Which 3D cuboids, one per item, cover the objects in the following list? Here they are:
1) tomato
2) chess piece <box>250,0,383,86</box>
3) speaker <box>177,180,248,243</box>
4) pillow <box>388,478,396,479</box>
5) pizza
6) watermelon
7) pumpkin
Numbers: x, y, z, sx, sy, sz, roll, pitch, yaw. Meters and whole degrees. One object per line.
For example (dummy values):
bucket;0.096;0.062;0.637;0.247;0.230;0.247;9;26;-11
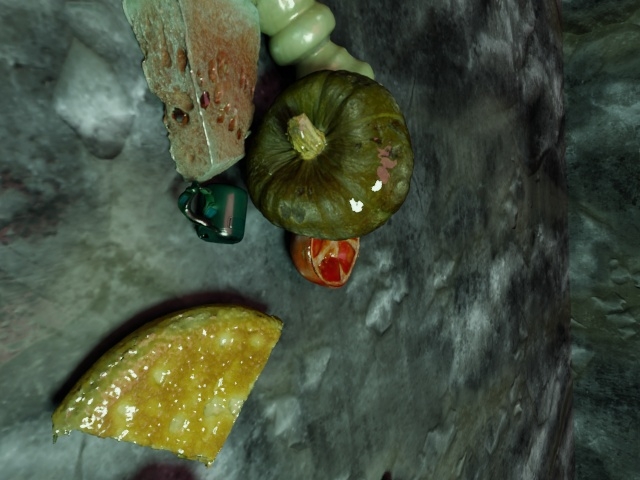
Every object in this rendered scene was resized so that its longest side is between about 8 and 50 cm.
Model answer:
tomato;0.000;0.000;0.659;0.155;0.069;0.155;2;87;-57
chess piece;-0.017;-0.275;0.600;0.243;0.133;0.133;52;56;-27
speaker;-0.128;-0.036;0.514;0.094;0.060;0.075;29;65;-78
pillow;0.113;0.598;0.811;0.093;0.051;0.241;20;78;-51
pizza;-0.157;0.177;0.506;0.292;0.058;0.197;-21;107;-43
watermelon;-0.139;-0.189;0.507;0.154;0.094;0.241;-11;101;-56
pumpkin;0.009;-0.106;0.510;0.162;0.219;0.219;23;74;-62
